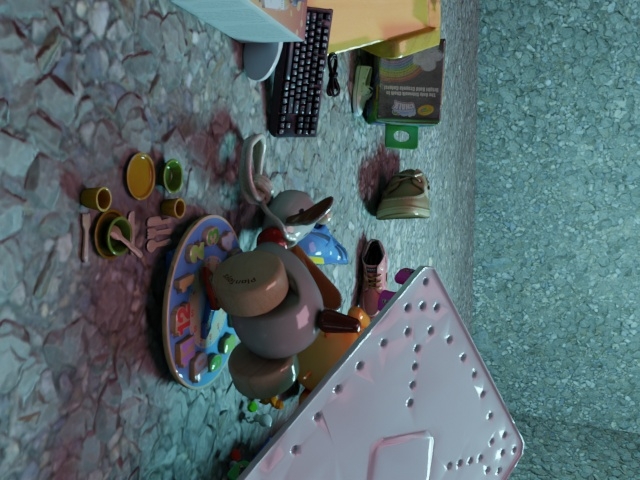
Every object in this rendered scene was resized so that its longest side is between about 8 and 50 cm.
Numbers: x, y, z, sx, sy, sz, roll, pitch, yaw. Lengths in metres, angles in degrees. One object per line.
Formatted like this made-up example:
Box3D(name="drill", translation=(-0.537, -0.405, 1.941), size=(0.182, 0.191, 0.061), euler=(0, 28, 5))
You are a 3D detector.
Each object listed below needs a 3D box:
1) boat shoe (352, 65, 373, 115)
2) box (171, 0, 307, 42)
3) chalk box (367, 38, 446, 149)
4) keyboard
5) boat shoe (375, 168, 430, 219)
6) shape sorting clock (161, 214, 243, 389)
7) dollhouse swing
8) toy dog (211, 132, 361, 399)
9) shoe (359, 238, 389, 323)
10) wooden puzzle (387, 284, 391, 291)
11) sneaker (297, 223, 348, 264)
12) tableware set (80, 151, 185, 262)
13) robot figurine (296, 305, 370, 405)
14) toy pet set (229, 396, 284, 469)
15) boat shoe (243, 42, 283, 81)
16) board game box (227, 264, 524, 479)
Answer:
Box3D(name="boat shoe", translation=(0.085, -0.292, 1.313), size=(0.035, 0.035, 0.100), euler=(22, 74, -70))
Box3D(name="box", translation=(-0.084, -0.310, 0.762), size=(0.170, 0.091, 0.130), euler=(-2, 97, -70))
Box3D(name="chalk box", translation=(0.167, -0.290, 1.348), size=(0.132, 0.132, 0.213), euler=(-115, -152, -81))
Box3D(name="keyboard", translation=(-0.014, -0.233, 0.947), size=(0.108, 0.023, 0.180), euler=(-7, 118, -32))
Box3D(name="boat shoe", translation=(0.193, -0.109, 1.555), size=(0.341, 0.121, 0.110), euler=(-37, 125, -77))
Box3D(name="shape sorting clock", translation=(-0.131, 0.072, 0.798), size=(0.206, 0.040, 0.206), euler=(5, 90, -70))
Box3D(name="dollhouse swing", translation=(0.012, -0.466, 1.035), size=(0.315, 0.305, 0.347), euler=(-131, -150, -56))
Box3D(name="toy dog", translation=(-0.020, 0.033, 0.842), size=(0.220, 0.161, 0.334), euler=(77, 16, -53))
Box3D(name="shoe", translation=(0.112, 0.086, 1.448), size=(0.081, 0.063, 0.178), euler=(63, 32, -54))
Box3D(name="wooden puzzle", translation=(0.184, 0.239, 1.638), size=(0.239, 0.044, 0.221), euler=(49, 28, -58))
Box3D(name="sneaker", translation=(0.000, 0.000, 1.104), size=(0.209, 0.069, 0.082), euler=(8, 83, -70))
Box3D(name="tableware set", translation=(-0.178, -0.035, 0.666), size=(0.154, 0.024, 0.104), euler=(-15, 108, -69))
Box3D(name="robot figurine", translation=(0.024, 0.198, 1.130), size=(0.128, 0.158, 0.219), euler=(70, 12, 19))
Box3D(name="toy pet set", translation=(-0.089, 0.295, 0.976), size=(0.114, 0.065, 0.122), euler=(43, 41, -21))
Box3D(name="boat shoe", translation=(-0.062, -0.274, 0.870), size=(0.040, 0.049, 0.142), euler=(-9, 115, -69))
Box3D(name="board game box", translation=(0.085, 0.292, 0.854), size=(0.390, 0.050, 0.390), euler=(-46, 123, -24))
